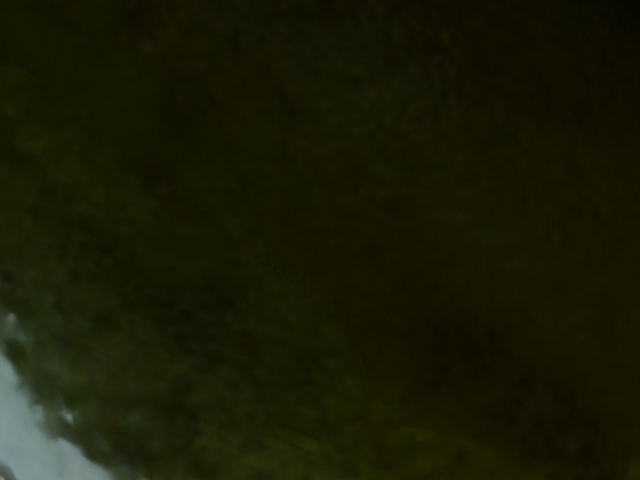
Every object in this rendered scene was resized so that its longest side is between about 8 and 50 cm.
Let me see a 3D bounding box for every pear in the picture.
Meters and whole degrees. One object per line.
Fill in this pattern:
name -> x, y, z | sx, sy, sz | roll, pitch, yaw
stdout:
pear -> 0.000, 0.000, 0.563 | 0.413, 0.352, 0.352 | 47, -175, -11
